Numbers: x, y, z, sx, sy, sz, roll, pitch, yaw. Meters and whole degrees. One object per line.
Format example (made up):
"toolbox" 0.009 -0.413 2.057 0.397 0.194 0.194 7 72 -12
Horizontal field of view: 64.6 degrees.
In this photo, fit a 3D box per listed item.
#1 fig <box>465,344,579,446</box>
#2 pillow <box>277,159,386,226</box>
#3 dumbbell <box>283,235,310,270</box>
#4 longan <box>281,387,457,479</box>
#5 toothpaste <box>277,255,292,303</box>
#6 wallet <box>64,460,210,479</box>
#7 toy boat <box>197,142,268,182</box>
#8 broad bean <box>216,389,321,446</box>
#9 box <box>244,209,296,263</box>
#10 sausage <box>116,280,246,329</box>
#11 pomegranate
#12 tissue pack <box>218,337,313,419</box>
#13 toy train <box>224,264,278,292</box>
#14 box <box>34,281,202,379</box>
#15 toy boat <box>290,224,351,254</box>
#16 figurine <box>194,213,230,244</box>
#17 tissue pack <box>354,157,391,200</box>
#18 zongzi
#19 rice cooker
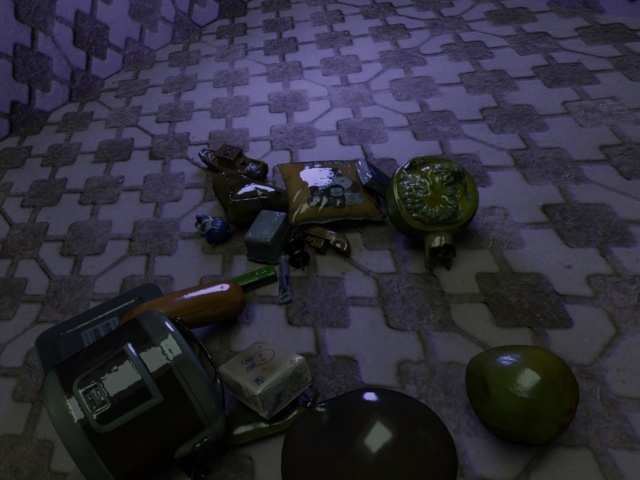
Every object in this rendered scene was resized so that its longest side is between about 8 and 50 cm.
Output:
"fig" 0.401 0.317 1.043 0.230 0.207 0.207 -12 40 39
"pillow" 0.029 -0.163 1.636 0.310 0.119 0.312 -6 44 -6
"dumbbell" -0.072 0.038 1.527 0.069 0.069 0.147 -21 45 -4
"longan" 0.086 0.433 0.978 0.350 0.288 0.288 -16 44 16
"toothpaste" -0.108 0.113 1.497 0.045 0.028 0.170 -15 48 11
"wallet" -0.440 0.551 1.155 0.335 0.068 0.275 20 52 39
"toy boat" -0.334 -0.295 1.887 0.321 0.121 0.089 20 61 30
"broad bean" -0.145 0.429 1.187 0.325 0.067 0.075 -14 71 -1
"box" -0.162 -0.019 1.590 0.124 0.093 0.172 7 50 22
"sausage" -0.372 0.189 1.341 0.354 0.116 0.134 -11 9 -38
"pomegranate" 0.314 -0.082 1.432 0.260 0.260 0.340 -3 75 13
"tissue pack" -0.133 0.323 1.209 0.148 0.092 0.196 -33 25 -31
"toy train" -0.234 0.128 1.508 0.209 0.042 0.044 -20 45 -3
"box" -0.549 0.300 1.374 0.373 0.090 0.367 -28 47 -22
"toy boat" 0.000 0.000 1.554 0.206 0.064 0.072 17 73 32
"figurine" -0.365 -0.040 1.692 0.087 0.086 0.149 3 16 -40
"tissue pack" 0.185 -0.186 1.614 0.051 0.156 0.112 -42 41 23
"zongzi" -0.210 -0.170 1.751 0.289 0.123 0.260 -13 36 -19
"rice cooker" -0.380 0.337 1.095 0.325 0.335 0.335 -31 46 -24
